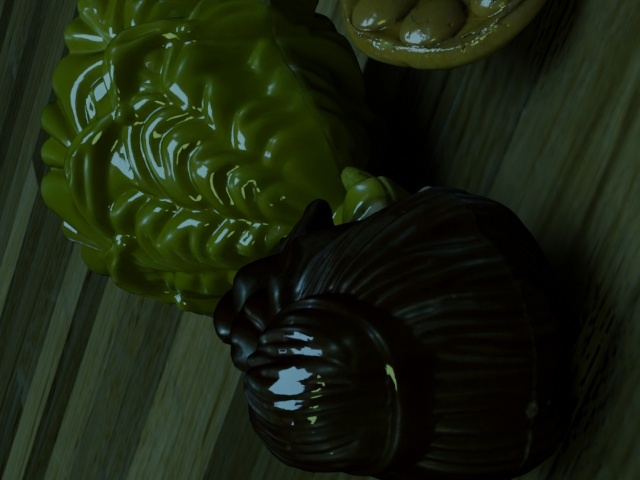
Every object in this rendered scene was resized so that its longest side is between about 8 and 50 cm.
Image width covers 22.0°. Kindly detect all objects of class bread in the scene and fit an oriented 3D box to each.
[{"bbox_3d":[0.056,-0.115,0.676,0.110,0.024,0.110,-19,52,25],"label":"bread"}]

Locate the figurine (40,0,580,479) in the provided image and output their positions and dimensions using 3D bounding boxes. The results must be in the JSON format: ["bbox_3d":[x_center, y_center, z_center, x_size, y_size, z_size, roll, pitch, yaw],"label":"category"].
[{"bbox_3d":[0.004,0.000,0.693,0.187,0.168,0.315,-63,34,10],"label":"figurine"}]
